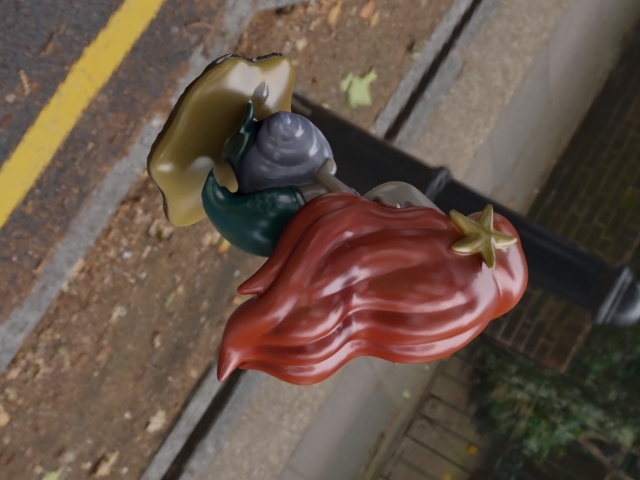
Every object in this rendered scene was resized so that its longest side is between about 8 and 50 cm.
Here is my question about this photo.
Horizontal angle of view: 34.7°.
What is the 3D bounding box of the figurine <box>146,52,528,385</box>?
[{"bbox_3d":[0.002,0.003,0.749,0.208,0.257,0.181,-13,136,-55],"label":"figurine"}]
